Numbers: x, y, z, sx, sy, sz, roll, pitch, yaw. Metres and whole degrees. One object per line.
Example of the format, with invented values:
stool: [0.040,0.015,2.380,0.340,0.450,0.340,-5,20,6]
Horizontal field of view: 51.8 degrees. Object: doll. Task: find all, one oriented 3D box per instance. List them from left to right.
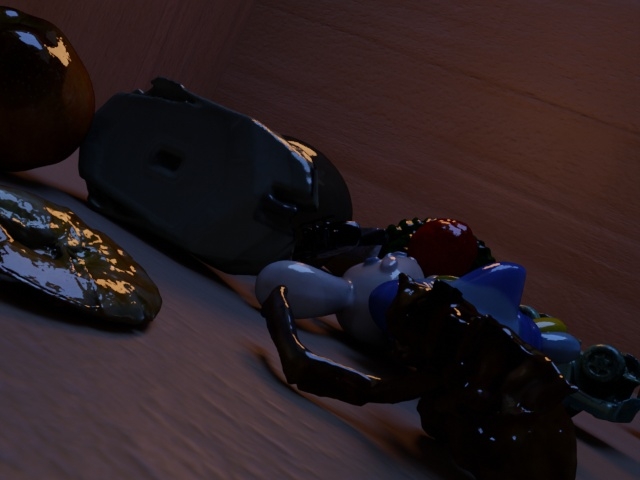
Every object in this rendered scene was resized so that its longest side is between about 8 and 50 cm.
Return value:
doll: [0.153,0.094,0.916,0.366,0.187,0.376,17,26,35]

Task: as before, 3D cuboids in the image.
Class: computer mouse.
computer mouse: [-0.185,-0.094,1.000,0.429,0.228,0.145,25,-6,27]

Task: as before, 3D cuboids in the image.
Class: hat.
hat: [0.221,0.065,1.260,0.274,0.242,0.332,10,-12,3]

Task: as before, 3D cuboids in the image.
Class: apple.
apple: [-0.432,-0.217,0.928,0.230,0.229,0.230,26,3,-2]

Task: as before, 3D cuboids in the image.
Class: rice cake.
rice cake: [0.000,0.000,1.358,0.056,0.072,0.365,27,-15,-37]

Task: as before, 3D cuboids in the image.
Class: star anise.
star anise: [0.095,0.119,0.612,0.347,0.148,0.237,24,-19,18]

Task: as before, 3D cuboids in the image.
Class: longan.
longan: [-0.086,-0.064,1.231,0.300,0.243,0.300,25,-34,18]

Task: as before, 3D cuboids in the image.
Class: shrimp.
shrimp: [-0.253,-0.003,0.522,0.294,0.062,0.154,25,9,-32]

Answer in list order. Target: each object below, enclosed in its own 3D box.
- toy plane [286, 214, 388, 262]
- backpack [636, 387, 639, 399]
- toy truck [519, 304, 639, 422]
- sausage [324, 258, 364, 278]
toy plane: [-0.006,0.009,0.940,0.197,0.053,0.078,-17,-20,35]
backpack: [0.860,0.400,1.433,0.283,0.197,0.317,27,-1,43]
toy truck: [0.412,0.221,1.151,0.279,0.156,0.155,29,5,40]
sausage: [0.138,0.071,1.616,0.501,0.136,0.123,26,-15,25]
